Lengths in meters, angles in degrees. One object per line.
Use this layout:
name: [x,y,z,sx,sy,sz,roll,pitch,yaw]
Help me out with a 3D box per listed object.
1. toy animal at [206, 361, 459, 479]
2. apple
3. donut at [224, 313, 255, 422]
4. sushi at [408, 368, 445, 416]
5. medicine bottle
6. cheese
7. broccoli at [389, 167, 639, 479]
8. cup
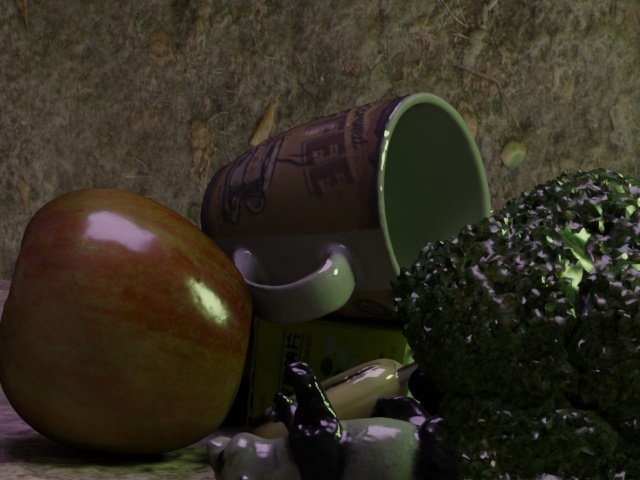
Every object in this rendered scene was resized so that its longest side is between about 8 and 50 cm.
toy animal: [0.020,0.172,1.550,0.225,0.121,0.094,4,-27,-5]
apple: [-0.182,0.079,1.798,0.234,0.257,0.257,9,2,0]
donut: [-0.094,0.116,2.080,0.166,0.184,0.073,-24,32,-37]
sushi: [0.184,0.151,1.660,0.212,0.215,0.227,-2,25,-26]
medicine bottle: [0.050,0.147,1.984,0.141,0.137,0.250,2,3,-40]
cheese: [0.057,0.138,1.800,0.251,0.054,0.127,-28,-7,15]
broccoli: [0.218,0.110,1.331,0.310,0.321,0.413,-5,13,37]
cup: [0.000,0.000,1.927,0.257,0.227,0.301,-10,24,33]
